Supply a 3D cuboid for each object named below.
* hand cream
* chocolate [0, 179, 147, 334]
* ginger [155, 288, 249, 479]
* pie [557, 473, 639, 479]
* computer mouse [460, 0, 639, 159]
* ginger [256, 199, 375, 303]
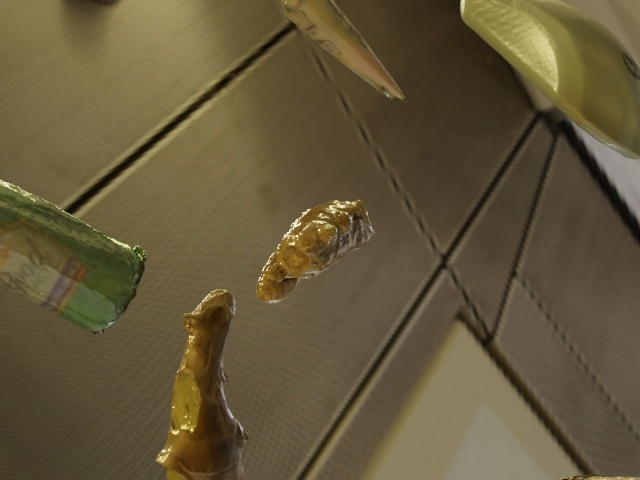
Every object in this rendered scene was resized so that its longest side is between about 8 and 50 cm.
[{"bbox_3d":[0.018,-0.171,1.086,0.039,0.061,0.143,-48,-63,-5],"label":"hand cream"},{"bbox_3d":[-0.323,-0.008,1.267,0.291,0.110,0.110,29,-131,-28],"label":"chocolate"},{"bbox_3d":[-0.146,0.210,1.679,0.131,0.086,0.295,13,-101,-29],"label":"ginger"},{"bbox_3d":[0.278,0.257,1.116,0.185,0.218,0.052,-95,13,-68],"label":"pie"},{"bbox_3d":[0.155,-0.124,0.811,0.089,0.056,0.182,25,-160,-49],"label":"computer mouse"},{"bbox_3d":[-0.001,-0.004,1.586,0.205,0.081,0.115,-42,-30,-35],"label":"ginger"}]
